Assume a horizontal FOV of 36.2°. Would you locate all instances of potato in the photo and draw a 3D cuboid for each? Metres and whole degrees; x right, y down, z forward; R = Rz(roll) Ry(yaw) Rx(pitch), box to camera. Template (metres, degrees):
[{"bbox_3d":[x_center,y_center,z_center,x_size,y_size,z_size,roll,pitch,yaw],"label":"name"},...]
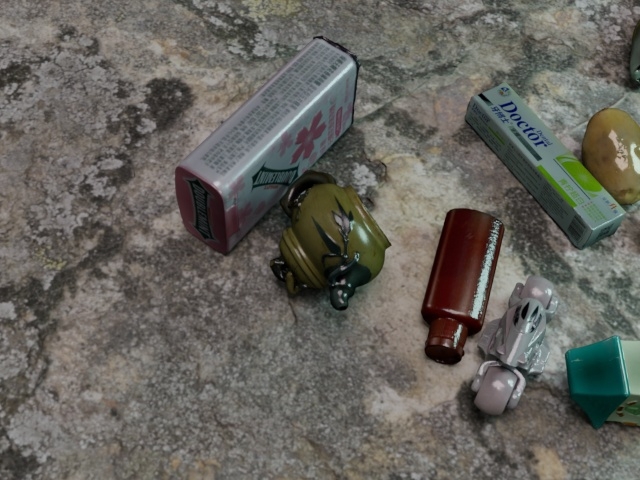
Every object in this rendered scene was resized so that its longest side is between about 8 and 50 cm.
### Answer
[{"bbox_3d":[0.512,-0.145,1.699,0.109,0.118,0.178,-21,69,24],"label":"potato"}]

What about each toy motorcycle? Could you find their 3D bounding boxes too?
[{"bbox_3d":[0.301,0.150,1.491,0.112,0.112,0.254,24,57,11],"label":"toy motorcycle"}]

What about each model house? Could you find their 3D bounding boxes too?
[{"bbox_3d":[0.439,0.211,1.450,0.149,0.127,0.100,5,56,-4],"label":"model house"}]

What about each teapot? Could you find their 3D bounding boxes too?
[{"bbox_3d":[0.000,0.000,1.552,0.182,0.173,0.269,-34,52,4],"label":"teapot"}]

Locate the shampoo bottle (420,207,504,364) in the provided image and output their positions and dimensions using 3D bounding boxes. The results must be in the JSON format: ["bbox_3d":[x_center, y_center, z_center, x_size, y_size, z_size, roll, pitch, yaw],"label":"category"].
[{"bbox_3d":[0.222,0.072,1.564,0.102,0.064,0.260,18,58,3],"label":"shampoo bottle"}]

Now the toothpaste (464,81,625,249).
[{"bbox_3d":[0.384,-0.135,1.709,0.081,0.067,0.336,-24,62,-22],"label":"toothpaste"}]

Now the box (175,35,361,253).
[{"bbox_3d":[-0.080,-0.166,1.626,0.112,0.190,0.370,32,60,16],"label":"box"}]

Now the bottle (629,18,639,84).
[{"bbox_3d":[0.648,-0.407,1.895,0.083,0.083,0.270,15,53,6],"label":"bottle"}]
